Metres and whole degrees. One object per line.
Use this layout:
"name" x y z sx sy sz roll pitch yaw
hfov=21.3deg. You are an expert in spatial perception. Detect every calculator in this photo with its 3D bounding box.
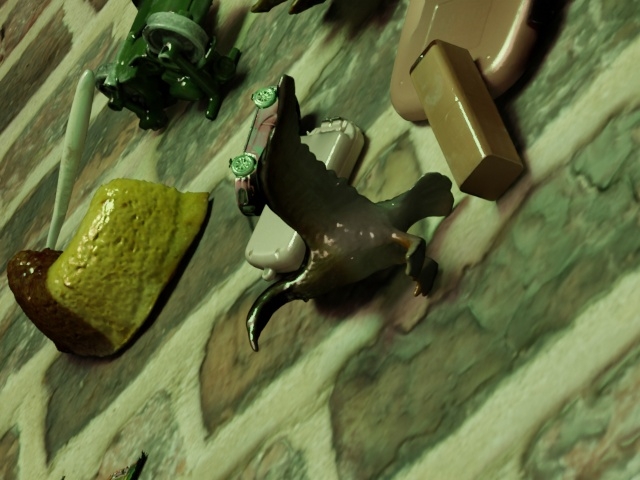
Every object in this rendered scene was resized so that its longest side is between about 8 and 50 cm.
"calculator" -0.016 -0.040 1.607 0.100 0.032 0.175 -2 60 60
"calculator" 0.155 -0.246 1.517 0.220 0.048 0.330 -10 56 55

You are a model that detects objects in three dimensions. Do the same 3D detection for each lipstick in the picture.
"lipstick" 0.117 -0.100 1.388 0.045 0.045 0.145 -50 39 30

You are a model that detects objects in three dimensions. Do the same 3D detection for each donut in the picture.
"donut" -0.257 0.045 1.849 0.295 0.112 0.151 -36 32 41

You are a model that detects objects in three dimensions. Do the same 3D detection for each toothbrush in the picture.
"toothbrush" -0.304 -0.054 2.022 0.029 0.025 0.307 38 118 56

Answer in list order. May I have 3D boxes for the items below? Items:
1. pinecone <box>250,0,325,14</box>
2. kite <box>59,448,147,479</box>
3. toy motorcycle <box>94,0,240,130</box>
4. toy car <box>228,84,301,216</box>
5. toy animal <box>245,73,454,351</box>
"pinecone" -0.003 -0.345 1.738 0.202 0.201 0.229 -6 31 42
"kite" -0.272 0.334 1.677 0.321 0.016 0.234 -42 32 32
"toy motorcycle" -0.170 -0.240 2.006 0.275 0.127 0.205 -24 40 59
"toy car" -0.049 -0.088 1.689 0.055 0.069 0.142 5 59 18
"toy animal" 0.012 0.006 1.381 0.160 0.272 0.197 4 53 21
